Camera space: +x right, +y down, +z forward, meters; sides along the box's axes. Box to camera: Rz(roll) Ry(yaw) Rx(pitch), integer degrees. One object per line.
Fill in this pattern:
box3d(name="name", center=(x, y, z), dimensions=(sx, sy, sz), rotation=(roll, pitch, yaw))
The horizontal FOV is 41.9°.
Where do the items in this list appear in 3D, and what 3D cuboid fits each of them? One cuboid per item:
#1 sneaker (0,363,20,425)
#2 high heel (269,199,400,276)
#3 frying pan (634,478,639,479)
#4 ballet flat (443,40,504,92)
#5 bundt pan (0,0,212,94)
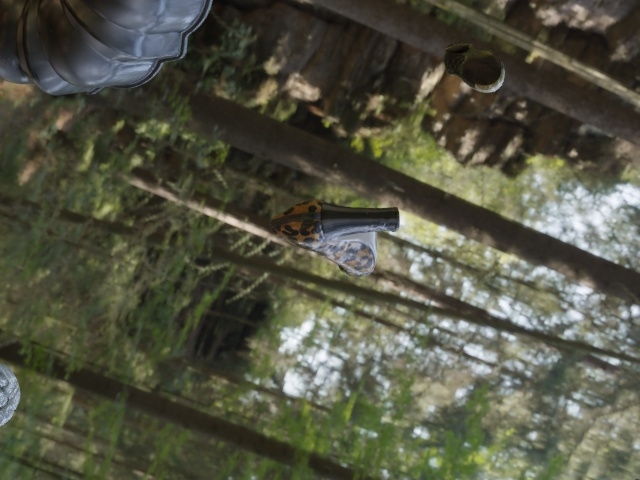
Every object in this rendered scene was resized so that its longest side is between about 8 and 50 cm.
box3d(name="sneaker", center=(-0.352, 0.167, 0.790), dimensions=(0.061, 0.065, 0.158), rotation=(71, 24, -12))
box3d(name="high heel", center=(0.000, 0.000, 1.292), dimensions=(0.261, 0.186, 0.093), rotation=(120, -33, -68))
box3d(name="frying pan", center=(0.553, 0.544, 1.254), dimensions=(0.326, 0.053, 0.197), rotation=(-111, -162, -48))
box3d(name="ballet flat", center=(0.215, -0.234, 1.147), dimensions=(0.058, 0.049, 0.173), rotation=(-24, -153, 3))
box3d(name="bundt pan", center=(-0.276, -0.298, 0.843), dimensions=(0.330, 0.331, 0.124), rotation=(-64, 177, 26))
